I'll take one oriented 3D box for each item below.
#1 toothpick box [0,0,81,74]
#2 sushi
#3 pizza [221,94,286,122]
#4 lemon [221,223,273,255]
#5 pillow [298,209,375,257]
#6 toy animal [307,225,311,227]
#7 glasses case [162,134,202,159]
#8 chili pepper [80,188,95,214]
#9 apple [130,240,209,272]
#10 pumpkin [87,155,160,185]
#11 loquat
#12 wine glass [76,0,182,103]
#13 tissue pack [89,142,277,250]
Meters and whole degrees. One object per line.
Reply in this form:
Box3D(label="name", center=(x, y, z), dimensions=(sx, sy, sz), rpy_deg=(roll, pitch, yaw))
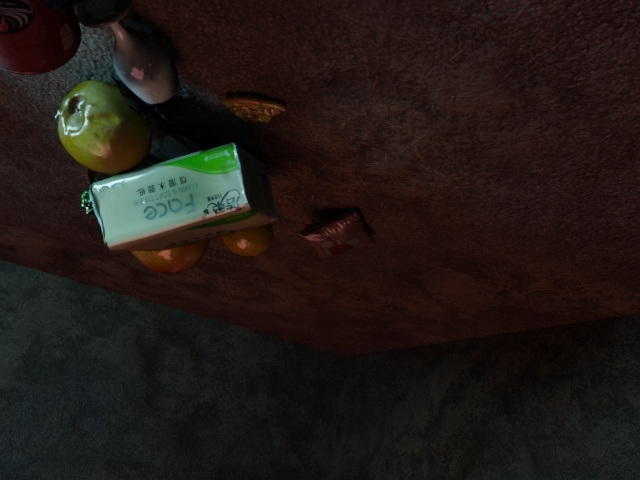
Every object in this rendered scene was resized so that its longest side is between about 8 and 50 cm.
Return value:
Box3D(label="toothpick box", center=(-0.557, -0.476, 0.937), dimensions=(0.204, 0.204, 0.333), rpy_deg=(14, 158, -9))
Box3D(label="sushi", center=(-0.401, -0.333, 1.317), dimensions=(0.192, 0.050, 0.215), rpy_deg=(35, -168, -47))
Box3D(label="pizza", center=(-0.165, -0.326, 1.340), dimensions=(0.160, 0.035, 0.099), rpy_deg=(10, 158, 2))
Box3D(label="lemon", center=(-0.258, -0.031, 1.908), dimensions=(0.179, 0.178, 0.203), rpy_deg=(-5, 165, 32))
Box3D(label="pillow", center=(0.060, -0.013, 1.879), dimensions=(0.223, 0.084, 0.236), rpy_deg=(-19, 147, 13))
Box3D(label="toy animal", center=(0.000, 0.000, 2.021), dimensions=(0.099, 0.056, 0.241), rpy_deg=(-4, 154, 31))
Box3D(label="glasses case", center=(-0.387, -0.241, 1.608), dimensions=(0.092, 0.059, 0.233), rpy_deg=(2, 157, 22))
Box3D(label="chili pepper", center=(-0.734, -0.141, 1.813), dimensions=(0.084, 0.099, 0.253), rpy_deg=(-9, -166, 2))
Box3D(label="apple", center=(-0.536, -0.026, 1.866), dimensions=(0.299, 0.298, 0.275), rpy_deg=(5, -179, 13))
Box3D(label="pumpkin", center=(-0.609, -0.192, 1.690), dimensions=(0.238, 0.159, 0.238), rpy_deg=(12, 155, 6))
Box3D(label="loquat", center=(-0.539, -0.284, 1.366), dimensions=(0.244, 0.243, 0.244), rpy_deg=(9, 158, 4))
Box3D(label="wine glass", center=(-0.396, -0.406, 1.137), dimensions=(0.127, 0.126, 0.241), rpy_deg=(5, 155, 13))
Box3D(label="tissue pack", center=(-0.357, -0.104, 1.488), dimensions=(0.405, 0.205, 0.332), rpy_deg=(-14, 177, 8))
